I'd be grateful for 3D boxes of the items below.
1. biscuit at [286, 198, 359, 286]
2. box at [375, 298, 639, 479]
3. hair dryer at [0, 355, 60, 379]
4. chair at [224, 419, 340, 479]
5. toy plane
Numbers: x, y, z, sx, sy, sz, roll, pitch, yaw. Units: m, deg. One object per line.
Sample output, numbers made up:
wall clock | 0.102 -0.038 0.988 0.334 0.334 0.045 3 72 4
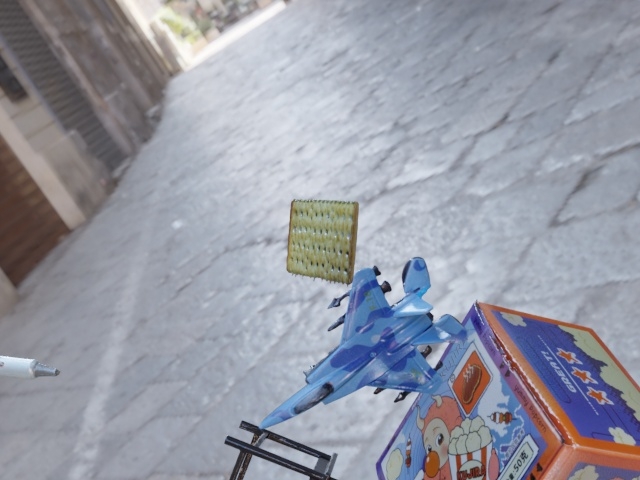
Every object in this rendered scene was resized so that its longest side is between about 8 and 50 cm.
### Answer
biscuit | 0.000 0.000 1.621 0.016 0.139 0.231 4 1 -29
box | 0.292 0.328 1.418 0.349 0.256 0.319 -62 28 25
hair dryer | -0.429 0.183 1.288 0.183 0.044 0.155 15 75 23
chair | -0.019 0.360 1.307 0.141 0.260 0.155 -3 -66 -85
toy plane | 0.037 0.130 1.056 0.246 0.169 0.078 -33 17 4
